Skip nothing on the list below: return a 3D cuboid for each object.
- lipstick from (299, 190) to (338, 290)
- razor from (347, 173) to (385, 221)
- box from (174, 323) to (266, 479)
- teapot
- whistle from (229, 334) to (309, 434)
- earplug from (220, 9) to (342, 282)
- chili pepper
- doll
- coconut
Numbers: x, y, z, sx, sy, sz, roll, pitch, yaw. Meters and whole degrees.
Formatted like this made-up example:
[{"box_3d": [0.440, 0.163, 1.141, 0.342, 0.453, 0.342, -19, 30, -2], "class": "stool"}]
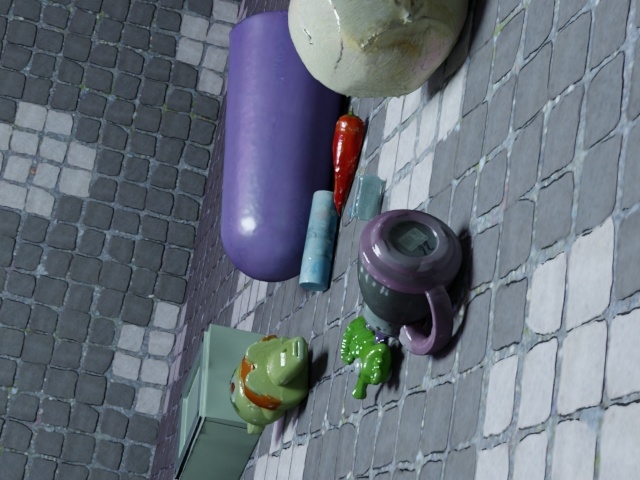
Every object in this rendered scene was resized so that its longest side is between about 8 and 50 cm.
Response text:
[{"box_3d": [0.000, 0.000, 1.973, 0.048, 0.048, 0.158, 136, 146, -67], "class": "lipstick"}, {"box_3d": [0.057, -0.051, 1.818, 0.135, 0.040, 0.068, 140, 142, -77], "class": "razor"}, {"box_3d": [-0.191, 0.319, 2.305, 0.225, 0.117, 0.225, -91, 19, -47], "class": "box"}, {"box_3d": [0.106, 0.053, 1.403, 0.116, 0.148, 0.146, -42, -23, -36], "class": "teapot"}, {"box_3d": [-0.078, 0.218, 1.955, 0.288, 0.106, 0.131, 127, 147, -61], "class": "whistle"}, {"box_3d": [-0.072, -0.149, 2.104, 0.215, 0.215, 0.456, 132, 146, -64], "class": "earplug"}, {"box_3d": [0.038, -0.124, 1.952, 0.027, 0.045, 0.178, -97, 16, -79], "class": "chili pepper"}, {"box_3d": [0.059, 0.141, 1.583, 0.190, 0.050, 0.115, -118, 49, -73], "class": "doll"}, {"box_3d": [0.074, -0.301, 1.582, 0.230, 0.227, 0.227, 116, 163, -67], "class": "coconut"}]
